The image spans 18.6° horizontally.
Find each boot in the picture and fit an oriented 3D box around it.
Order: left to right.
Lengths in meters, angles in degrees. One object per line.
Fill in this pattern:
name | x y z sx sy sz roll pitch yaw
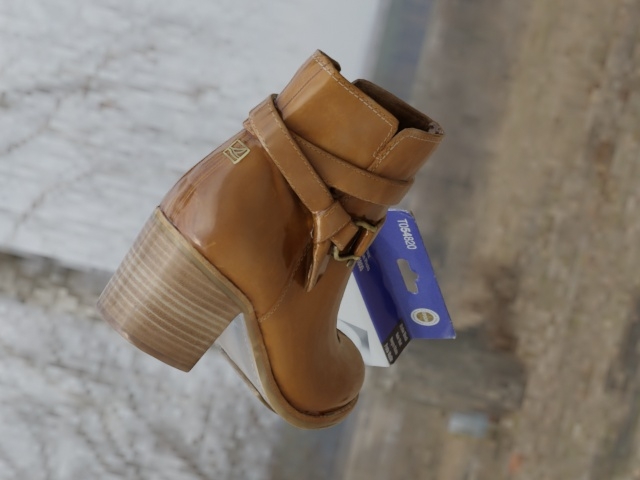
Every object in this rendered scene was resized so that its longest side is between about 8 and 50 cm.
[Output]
boot | 0.000 0.000 1.294 0.220 0.109 0.283 -50 -40 8

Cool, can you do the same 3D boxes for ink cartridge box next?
ink cartridge box | 0.005 0.046 1.958 0.223 0.224 0.045 66 -148 -48
